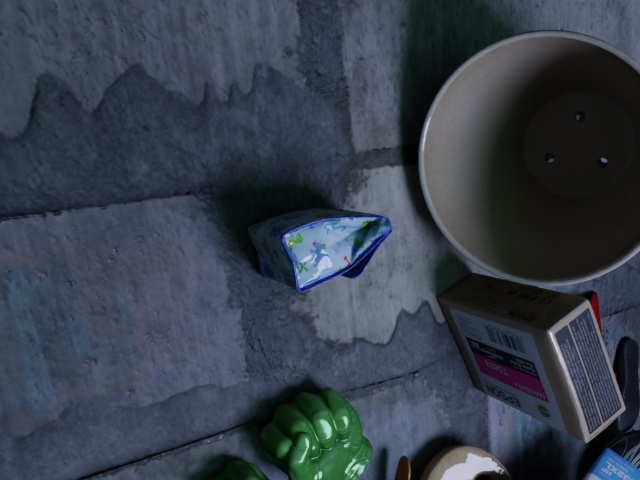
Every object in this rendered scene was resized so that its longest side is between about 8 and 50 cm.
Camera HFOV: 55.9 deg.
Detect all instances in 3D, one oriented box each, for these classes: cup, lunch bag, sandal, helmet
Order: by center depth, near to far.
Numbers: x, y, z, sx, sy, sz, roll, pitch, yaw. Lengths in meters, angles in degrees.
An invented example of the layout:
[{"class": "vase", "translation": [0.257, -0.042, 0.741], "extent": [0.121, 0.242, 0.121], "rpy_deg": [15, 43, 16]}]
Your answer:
[{"class": "lunch bag", "translation": [0.000, 0.000, 0.786], "extent": [0.151, 0.129, 0.096], "rpy_deg": [-24, 107, -24]}, {"class": "cup", "translation": [0.344, -0.126, 0.869], "extent": [0.237, 0.331, 0.331], "rpy_deg": [-22, 107, -50]}, {"class": "helmet", "translation": [0.595, 0.438, 1.115], "extent": [0.169, 0.169, 0.161], "rpy_deg": [-46, 130, -15]}, {"class": "sandal", "translation": [0.583, 0.278, 1.165], "extent": [0.067, 0.040, 0.179], "rpy_deg": [21, 72, -32]}]

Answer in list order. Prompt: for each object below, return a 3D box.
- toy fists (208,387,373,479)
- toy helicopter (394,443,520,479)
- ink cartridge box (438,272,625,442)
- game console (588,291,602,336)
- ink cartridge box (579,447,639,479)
[{"class": "toy fists", "translation": [-0.052, 0.327, 0.817], "extent": [0.279, 0.096, 0.142], "rpy_deg": [-44, 111, -14]}, {"class": "toy helicopter", "translation": [0.175, 0.484, 0.920], "extent": [0.235, 0.140, 0.355], "rpy_deg": [29, 74, -8]}, {"class": "ink cartridge box", "translation": [0.305, 0.163, 0.899], "extent": [0.088, 0.235, 0.193], "rpy_deg": [-31, 108, -20]}, {"class": "game console", "translation": [0.465, 0.180, 1.104], "extent": [0.124, 0.085, 0.144], "rpy_deg": [-10, 101, 6]}, {"class": "ink cartridge box", "translation": [0.403, 0.516, 0.956], "extent": [0.307, 0.129, 0.223], "rpy_deg": [-30, 144, -37]}]
